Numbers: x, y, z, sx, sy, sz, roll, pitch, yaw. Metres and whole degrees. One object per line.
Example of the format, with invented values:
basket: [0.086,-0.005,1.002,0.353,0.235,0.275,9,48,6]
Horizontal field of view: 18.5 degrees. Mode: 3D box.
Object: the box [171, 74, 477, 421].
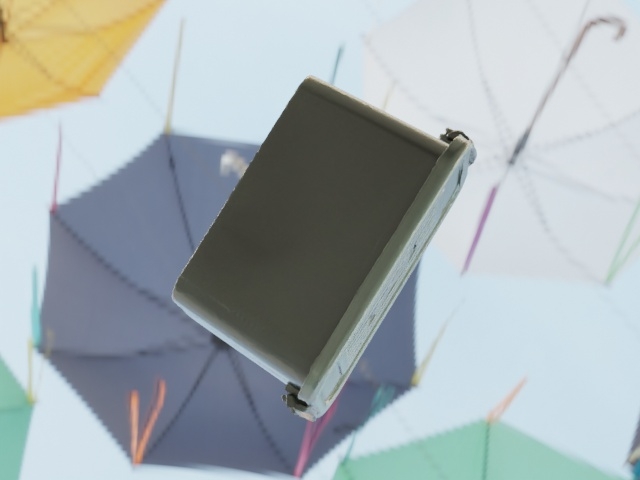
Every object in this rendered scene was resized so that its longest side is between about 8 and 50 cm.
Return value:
box: [0.000,0.000,0.745,0.069,0.084,0.122,31,-98,8]
